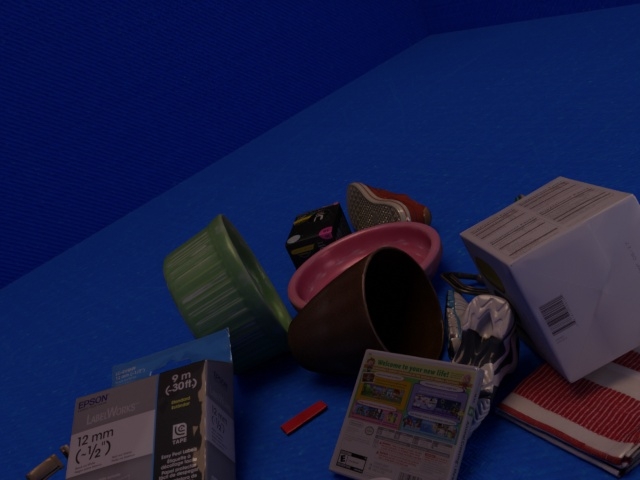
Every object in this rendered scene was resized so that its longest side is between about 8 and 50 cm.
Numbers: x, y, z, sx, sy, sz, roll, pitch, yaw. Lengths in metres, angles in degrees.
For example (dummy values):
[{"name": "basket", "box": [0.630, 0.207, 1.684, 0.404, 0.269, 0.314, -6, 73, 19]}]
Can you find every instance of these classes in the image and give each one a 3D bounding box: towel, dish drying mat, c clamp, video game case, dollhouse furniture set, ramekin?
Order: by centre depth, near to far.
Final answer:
[{"name": "towel", "box": [0.436, 0.180, 1.101, 0.329, 0.037, 0.237, -33, 23, -21]}, {"name": "video game case", "box": [0.119, 0.261, 1.116, 0.212, 0.023, 0.193, 1, 67, 47]}, {"name": "dish drying mat", "box": [-0.028, 0.300, 1.324, 0.083, 0.008, 0.032, -32, 23, -17]}, {"name": "dollhouse furniture set", "box": [-0.431, 0.407, 1.418, 0.182, 0.101, 0.161, -38, 1, -30]}, {"name": "c clamp", "box": [0.297, 0.085, 1.432, 0.137, 0.022, 0.161, 1, 14, -15]}, {"name": "ramekin", "box": [-0.177, 0.114, 1.524, 0.148, 0.303, 0.303, -31, 22, 1]}]

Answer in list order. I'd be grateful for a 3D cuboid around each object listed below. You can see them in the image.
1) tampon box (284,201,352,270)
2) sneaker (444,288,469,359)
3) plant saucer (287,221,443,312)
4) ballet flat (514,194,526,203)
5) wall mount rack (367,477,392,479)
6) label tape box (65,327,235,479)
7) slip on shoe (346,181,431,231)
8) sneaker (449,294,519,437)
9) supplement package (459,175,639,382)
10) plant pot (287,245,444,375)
[{"name": "tampon box", "box": [0.000, 0.000, 1.852, 0.120, 0.101, 0.161, -18, 23, 16]}, {"name": "sneaker", "box": [0.256, 0.145, 1.340, 0.083, 0.071, 0.190, -1, 25, 5]}, {"name": "plant saucer", "box": [0.098, 0.077, 1.606, 0.332, 0.084, 0.332, -20, 23, 9]}, {"name": "ballet flat", "box": [0.415, -0.014, 1.526, 0.086, 0.086, 0.248, -14, 25, 23]}, {"name": "wall mount rack", "box": [0.128, 0.372, 0.795, 0.304, 0.130, 0.350, -37, 20, 11]}, {"name": "label tape box", "box": [-0.271, 0.298, 1.261, 0.249, 0.115, 0.347, -18, 50, 13]}, {"name": "slip on shoe", "box": [0.152, -0.071, 1.873, 0.101, 0.123, 0.331, -7, 15, -24]}, {"name": "sneaker", "box": [0.240, 0.207, 1.179, 0.094, 0.153, 0.235, 11, 77, 31]}, {"name": "supplement package", "box": [0.369, 0.046, 1.178, 0.198, 0.199, 0.262, -30, 11, 1]}, {"name": "plant pot", "box": [0.059, 0.148, 1.360, 0.230, 0.215, 0.215, -25, 17, 38]}]
